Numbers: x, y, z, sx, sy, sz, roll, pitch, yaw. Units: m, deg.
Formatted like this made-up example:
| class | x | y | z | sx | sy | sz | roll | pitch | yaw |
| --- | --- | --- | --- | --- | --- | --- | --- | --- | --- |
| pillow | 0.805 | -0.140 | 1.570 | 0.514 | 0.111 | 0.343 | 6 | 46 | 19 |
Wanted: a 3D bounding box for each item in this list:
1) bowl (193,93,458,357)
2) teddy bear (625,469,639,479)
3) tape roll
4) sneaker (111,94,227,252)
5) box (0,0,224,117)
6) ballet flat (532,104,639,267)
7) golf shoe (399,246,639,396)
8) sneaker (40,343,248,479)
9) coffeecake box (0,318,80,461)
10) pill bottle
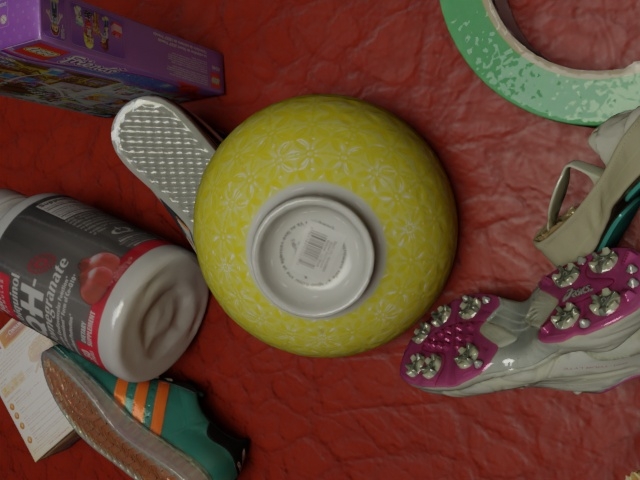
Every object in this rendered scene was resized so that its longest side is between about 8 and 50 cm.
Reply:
| class | x | y | z | sx | sy | sz | roll | pitch | yaw |
| --- | --- | --- | --- | --- | --- | --- | --- | --- | --- |
| bowl | 0.000 | 0.000 | 0.803 | 0.289 | 0.156 | 0.290 | 1 | 102 | 4 |
| teddy bear | 0.406 | 0.227 | 0.630 | 0.245 | 0.338 | 0.113 | 40 | 152 | 52 |
| tape roll | 0.269 | -0.265 | 0.732 | 0.321 | 0.077 | 0.321 | 3 | 96 | 29 |
| sneaker | -0.114 | -0.039 | 0.949 | 0.126 | 0.127 | 0.321 | -34 | 103 | 3 |
| box | -0.276 | -0.203 | 0.914 | 0.200 | 0.293 | 0.057 | -4 | 87 | 29 |
| ballet flat | 0.259 | -0.058 | 0.705 | 0.086 | 0.086 | 0.248 | 42 | 143 | 19 |
| golf shoe | 0.210 | 0.113 | 0.782 | 0.140 | 0.115 | 0.306 | 39 | 142 | -22 |
| sneaker | -0.227 | 0.223 | 1.032 | 0.302 | 0.121 | 0.108 | 36 | 134 | 16 |
| coffeecake box | -0.390 | 0.196 | 1.145 | 0.142 | 0.068 | 0.185 | -40 | 76 | 26 |
| pill bottle | -0.317 | 0.042 | 1.029 | 0.318 | 0.176 | 0.176 | 22 | 105 | 26 |
